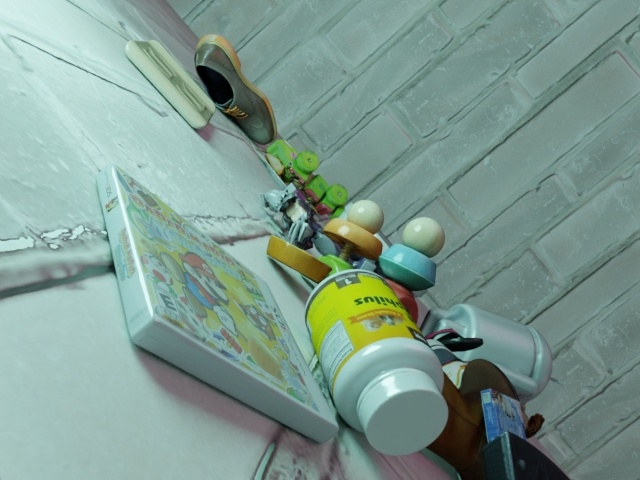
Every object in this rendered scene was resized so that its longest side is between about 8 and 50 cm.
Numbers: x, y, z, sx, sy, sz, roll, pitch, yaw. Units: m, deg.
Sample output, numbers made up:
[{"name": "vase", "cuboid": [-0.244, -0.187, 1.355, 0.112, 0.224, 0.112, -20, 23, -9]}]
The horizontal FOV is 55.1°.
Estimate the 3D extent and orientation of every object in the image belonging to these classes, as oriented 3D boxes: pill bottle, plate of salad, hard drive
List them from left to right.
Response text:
[{"name": "plate of salad", "cuboid": [-0.083, -0.163, 1.659, 0.200, 0.048, 0.200, 49, 6, -7]}, {"name": "pill bottle", "cuboid": [0.058, 0.127, 0.672, 0.117, 0.117, 0.215, 46, 8, -28]}, {"name": "hard drive", "cuboid": [0.296, 0.377, 0.836, 0.255, 0.054, 0.172, 41, 39, -40]}]

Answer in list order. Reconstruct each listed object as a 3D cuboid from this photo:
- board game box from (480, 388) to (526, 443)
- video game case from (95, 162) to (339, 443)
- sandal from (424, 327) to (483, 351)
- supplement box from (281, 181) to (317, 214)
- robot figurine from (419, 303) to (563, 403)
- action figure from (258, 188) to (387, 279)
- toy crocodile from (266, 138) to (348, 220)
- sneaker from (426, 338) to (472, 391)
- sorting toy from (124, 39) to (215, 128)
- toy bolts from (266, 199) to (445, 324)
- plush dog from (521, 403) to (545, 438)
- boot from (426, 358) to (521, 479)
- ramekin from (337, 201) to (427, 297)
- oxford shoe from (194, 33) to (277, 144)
[{"name": "board game box", "cuboid": [0.275, 0.276, 0.911, 0.090, 0.020, 0.090, 30, 48, -39]}, {"name": "video game case", "cuboid": [-0.087, 0.054, 0.524, 0.227, 0.026, 0.206, 43, 9, -42]}, {"name": "sandal", "cuboid": [0.239, 0.202, 1.244, 0.067, 0.179, 0.040, 36, 52, -47]}, {"name": "supplement box", "cuboid": [-0.053, -0.093, 1.481, 0.083, 0.043, 0.055, 56, 9, 35]}, {"name": "robot figurine", "cuboid": [0.408, 0.277, 1.487, 0.354, 0.199, 0.300, 20, 15, -14]}, {"name": "action figure", "cuboid": [0.000, 0.000, 1.112, 0.285, 0.099, 0.185, 38, 13, 1]}, {"name": "toy crocodile", "cuboid": [-0.028, -0.159, 1.805, 0.340, 0.105, 0.115, 47, -34, -19]}, {"name": "sneaker", "cuboid": [0.293, 0.305, 1.210, 0.321, 0.126, 0.127, 29, 14, -41]}, {"name": "sorting toy", "cuboid": [-0.284, -0.299, 1.173, 0.193, 0.038, 0.208, 48, 11, -17]}, {"name": "toy bolts", "cuboid": [0.063, 0.007, 0.893, 0.229, 0.158, 0.218, 25, -6, 39]}, {"name": "plush dog", "cuboid": [0.475, 0.429, 1.650, 0.263, 0.210, 0.225, 20, 29, -10]}, {"name": "boot", "cuboid": [0.196, 0.233, 0.939, 0.280, 0.096, 0.264, 43, 40, -27]}, {"name": "ramekin", "cuboid": [0.113, 0.050, 1.422, 0.273, 0.127, 0.273, 49, 7, -8]}, {"name": "oxford shoe", "cuboid": [-0.241, -0.382, 1.700, 0.363, 0.130, 0.132, 53, 36, -40]}]
